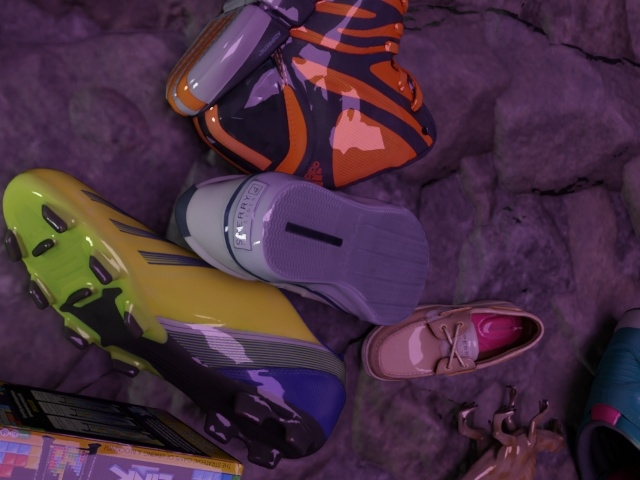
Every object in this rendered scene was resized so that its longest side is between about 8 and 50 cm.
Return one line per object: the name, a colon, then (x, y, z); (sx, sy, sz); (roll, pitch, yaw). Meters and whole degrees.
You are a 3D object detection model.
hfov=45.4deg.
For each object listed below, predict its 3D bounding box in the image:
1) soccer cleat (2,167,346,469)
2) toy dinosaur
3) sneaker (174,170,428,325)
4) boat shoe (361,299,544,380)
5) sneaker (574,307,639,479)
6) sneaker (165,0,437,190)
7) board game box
soccer cleat: (-0.097, 0.045, 0.556); (0.289, 0.093, 0.121); (42, 43, -15)
toy dinosaur: (0.159, 0.190, 0.682); (0.183, 0.053, 0.093); (-21, 101, -24)
sneaker: (0.000, 0.000, 0.566); (0.258, 0.091, 0.094); (28, 80, -55)
boat shoe: (0.117, 0.084, 0.657); (0.170, 0.059, 0.063); (-12, 96, -25)
sneaker: (0.353, 0.228, 0.733); (0.295, 0.124, 0.178); (47, 67, -10)
sneaker: (0.040, -0.173, 0.598); (0.180, 0.124, 0.321); (41, 85, -24)
board game box: (-0.144, 0.131, 0.472); (0.141, 0.170, 0.048); (18, 81, -24)
